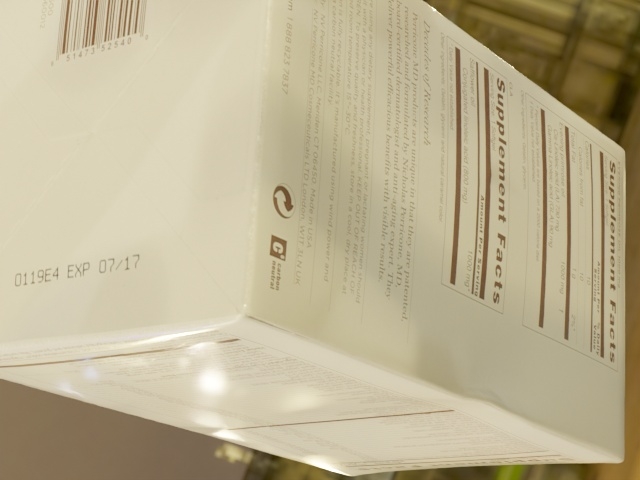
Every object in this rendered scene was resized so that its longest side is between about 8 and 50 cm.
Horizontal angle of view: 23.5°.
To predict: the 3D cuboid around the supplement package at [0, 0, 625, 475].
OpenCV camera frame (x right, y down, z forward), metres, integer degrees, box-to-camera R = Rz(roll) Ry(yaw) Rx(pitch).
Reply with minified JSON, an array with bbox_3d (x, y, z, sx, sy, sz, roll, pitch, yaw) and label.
[{"bbox_3d":[0.000,0.000,0.561,0.244,0.139,0.134,26,-117,-51],"label":"supplement package"}]
